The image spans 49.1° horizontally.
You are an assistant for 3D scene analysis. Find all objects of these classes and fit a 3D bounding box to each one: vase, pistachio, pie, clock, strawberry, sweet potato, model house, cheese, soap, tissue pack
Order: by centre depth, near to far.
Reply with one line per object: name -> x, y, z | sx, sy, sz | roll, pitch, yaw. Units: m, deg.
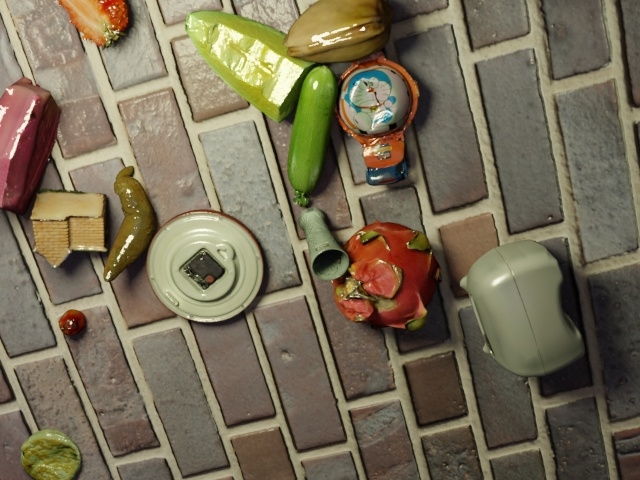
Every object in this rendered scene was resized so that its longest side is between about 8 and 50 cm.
pistachio -> 0.041, -0.501, 1.648 | 0.261, 0.212, 0.162 | -7, 114, 14
strawberry -> -0.544, -0.586, 1.696 | 0.175, 0.107, 0.235 | -20, 106, 47
soap -> -0.752, -0.235, 1.733 | 0.128, 0.220, 0.324 | 17, 82, -7
cheese -> 0.144, -0.300, 1.740 | 0.217, 0.129, 0.329 | -8, 106, 5
vase -> 0.000, 0.000, 1.779 | 0.096, 0.219, 0.096 | -7, 125, -11
tissue pack -> 0.515, 0.182, 1.815 | 0.236, 0.229, 0.332 | -21, 105, 5
model house -> -0.651, -0.024, 1.837 | 0.183, 0.166, 0.172 | 0, 121, -13
sweet potato -> -0.495, -0.041, 1.840 | 0.124, 0.098, 0.309 | 10, 88, -40
clock -> -0.309, 0.072, 1.884 | 0.319, 0.080, 0.318 | 1, 106, 2
pie -> -0.799, 0.644, 2.081 | 0.187, 0.041, 0.186 | 0, 107, 1

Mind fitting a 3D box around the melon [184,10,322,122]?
melon -> -0.175, -0.452, 1.708 | 0.324, 0.124, 0.196 | 34, 97, -5

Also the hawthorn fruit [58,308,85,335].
hawthorn fruit -> -0.688, 0.229, 1.943 | 0.077, 0.077, 0.077 | 0, 106, 1

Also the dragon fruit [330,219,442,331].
dragon fruit -> 0.168, 0.108, 1.808 | 0.306, 0.226, 0.305 | 1, 104, 2

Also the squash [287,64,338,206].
squash -> -0.026, -0.252, 1.750 | 0.102, 0.101, 0.378 | 11, 123, -2
